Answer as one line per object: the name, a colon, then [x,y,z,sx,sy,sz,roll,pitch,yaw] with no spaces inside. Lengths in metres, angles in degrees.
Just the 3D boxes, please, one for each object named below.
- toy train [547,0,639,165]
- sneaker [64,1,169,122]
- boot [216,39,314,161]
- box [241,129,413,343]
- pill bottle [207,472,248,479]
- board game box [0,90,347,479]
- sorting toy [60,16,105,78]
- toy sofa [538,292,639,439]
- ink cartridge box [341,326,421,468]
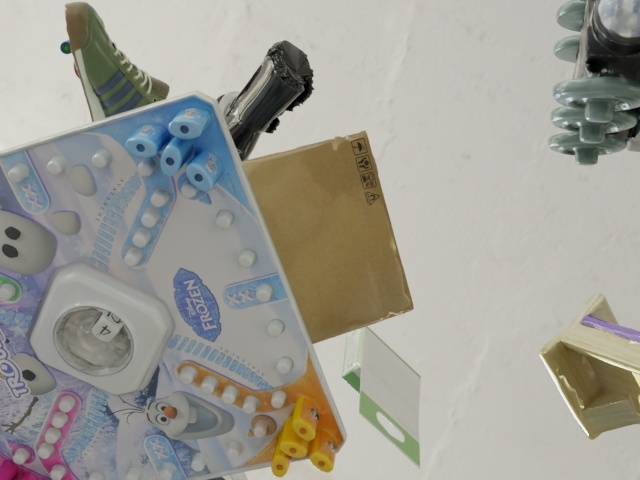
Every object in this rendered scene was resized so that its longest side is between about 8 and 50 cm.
toy train: [0.304,-0.152,0.782,0.190,0.334,0.142,3,-96,14]
sneaker: [-0.202,-0.163,0.918,0.086,0.064,0.192,-10,-49,-5]
boot: [-0.093,-0.235,1.432,0.094,0.246,0.207,34,-64,-18]
box: [0.000,0.000,0.920,0.021,0.164,0.201,-8,-82,69]
pill bottle: [-0.154,0.329,1.066,0.094,0.169,0.094,4,-78,21]
board game box: [-0.216,0.096,0.840,0.390,0.050,0.390,-15,-67,13]
sorting toy: [-0.311,-0.260,1.178,0.061,0.042,0.102,3,-67,2]
toy sofa: [0.429,0.157,0.952,0.150,0.177,0.362,56,-16,-19]
ink cartridge box: [0.110,0.283,1.579,0.056,0.235,0.171,-34,-66,27]
